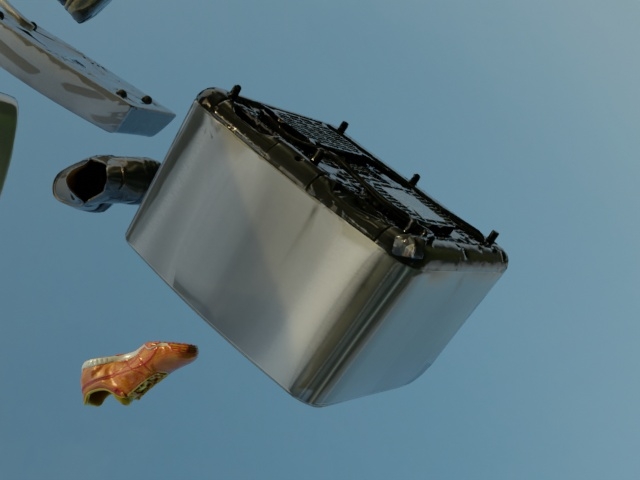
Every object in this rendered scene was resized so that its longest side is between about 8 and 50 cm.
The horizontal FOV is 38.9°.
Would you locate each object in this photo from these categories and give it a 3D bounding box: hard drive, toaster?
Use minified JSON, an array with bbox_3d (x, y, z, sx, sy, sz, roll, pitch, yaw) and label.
[{"bbox_3d":[-0.320,-0.212,1.146,0.254,0.054,0.172,33,-171,7],"label":"hard drive"},{"bbox_3d":[0.000,0.000,0.527,0.168,0.110,0.185,38,-165,23],"label":"toaster"}]

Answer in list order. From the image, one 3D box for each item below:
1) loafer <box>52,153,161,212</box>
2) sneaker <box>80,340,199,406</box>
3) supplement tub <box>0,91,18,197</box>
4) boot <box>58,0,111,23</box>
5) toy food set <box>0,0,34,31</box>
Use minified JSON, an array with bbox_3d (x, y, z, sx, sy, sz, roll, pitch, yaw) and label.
[{"bbox_3d":[-0.232,-0.062,0.924,0.061,0.170,0.062,6,-98,-46],"label":"loafer"},{"bbox_3d":[-0.219,0.165,1.116,0.064,0.175,0.067,24,-130,-55],"label":"sneaker"},{"bbox_3d":[-0.398,-0.078,0.710,0.272,0.191,0.191,17,-126,-28],"label":"supplement tub"},{"bbox_3d":[-0.206,-0.339,0.813,0.178,0.236,0.085,39,-177,-13],"label":"boot"},{"bbox_3d":[-0.350,-0.230,0.783,0.132,0.038,0.192,42,-171,35],"label":"toy food set"}]
